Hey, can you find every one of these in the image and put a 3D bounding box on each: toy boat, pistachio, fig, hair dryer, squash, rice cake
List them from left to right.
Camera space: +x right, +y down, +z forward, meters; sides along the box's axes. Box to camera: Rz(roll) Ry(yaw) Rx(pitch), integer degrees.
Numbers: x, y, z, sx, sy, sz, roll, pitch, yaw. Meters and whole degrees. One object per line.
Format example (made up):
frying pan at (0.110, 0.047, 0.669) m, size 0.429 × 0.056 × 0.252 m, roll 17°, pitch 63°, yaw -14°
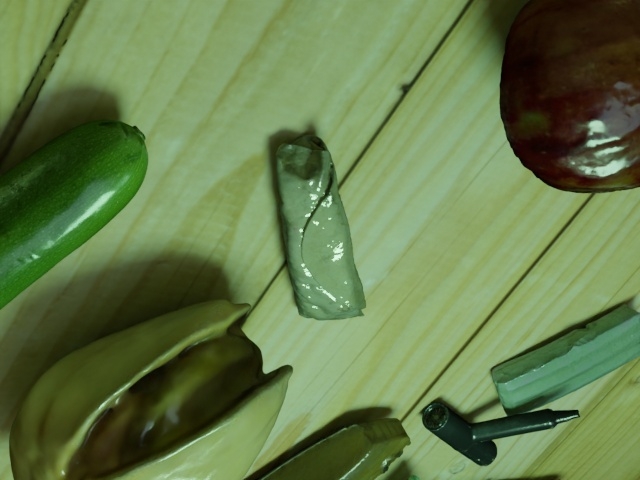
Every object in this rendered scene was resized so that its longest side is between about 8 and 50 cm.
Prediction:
squash at (-0.311, 0.017, 0.934) m, size 0.378 × 0.101 × 0.101 m, roll -34°, pitch 138°, yaw 5°
pistachio at (-0.181, 0.198, 1.095) m, size 0.321 × 0.229 × 0.238 m, roll -36°, pitch 180°, yaw -1°
toy boat at (-0.012, 0.355, 1.433) m, size 0.321 × 0.089 × 0.121 m, roll -36°, pitch 143°, yaw 4°
hair dryer at (0.269, 0.264, 1.491) m, size 0.194 × 0.050 × 0.173 m, roll -23°, pitch 143°, yaw 26°
rice cake at (0.367, 0.181, 1.513) m, size 0.237 × 0.043 × 0.127 m, roll -27°, pitch 137°, yaw -4°
fig at (0.298, -0.160, 1.033) m, size 0.263 × 0.224 × 0.224 m, roll -27°, pitch 138°, yaw -10°

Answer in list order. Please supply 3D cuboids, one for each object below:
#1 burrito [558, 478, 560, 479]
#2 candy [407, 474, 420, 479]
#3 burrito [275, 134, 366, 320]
burrito at (0.340, 0.435, 1.728) m, size 0.203 × 0.064 × 0.064 m, roll 4°, pitch 127°, yaw -33°
candy at (0.209, 0.521, 1.627) m, size 0.398 × 0.172 × 0.263 m, roll 27°, pitch 113°, yaw -27°
burrito at (0.000, 0.000, 1.122) m, size 0.082 × 0.059 × 0.275 m, roll -10°, pitch 136°, yaw -1°
